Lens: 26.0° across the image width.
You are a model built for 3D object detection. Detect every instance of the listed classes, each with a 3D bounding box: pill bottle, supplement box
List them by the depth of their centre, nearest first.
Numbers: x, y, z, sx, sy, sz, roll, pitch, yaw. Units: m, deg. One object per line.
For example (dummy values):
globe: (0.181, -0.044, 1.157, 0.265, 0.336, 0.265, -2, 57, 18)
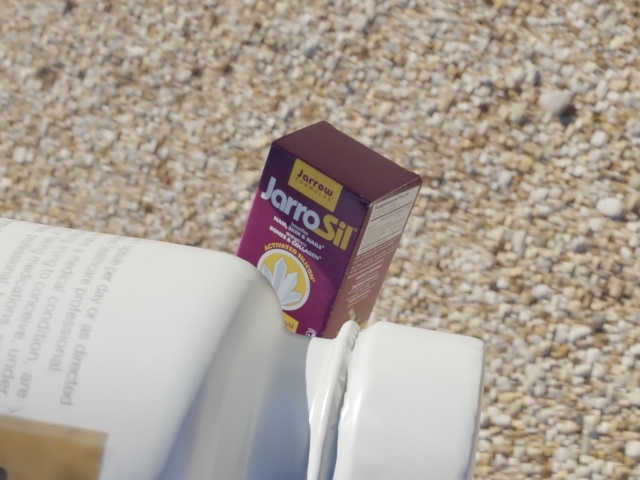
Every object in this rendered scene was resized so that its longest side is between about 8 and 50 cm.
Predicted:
pill bottle: (-0.071, 0.062, 0.414, 0.229, 0.131, 0.131, 9, 85, 5)
supplement box: (0.000, 0.000, 0.593, 0.055, 0.043, 0.083, 32, 123, 22)
